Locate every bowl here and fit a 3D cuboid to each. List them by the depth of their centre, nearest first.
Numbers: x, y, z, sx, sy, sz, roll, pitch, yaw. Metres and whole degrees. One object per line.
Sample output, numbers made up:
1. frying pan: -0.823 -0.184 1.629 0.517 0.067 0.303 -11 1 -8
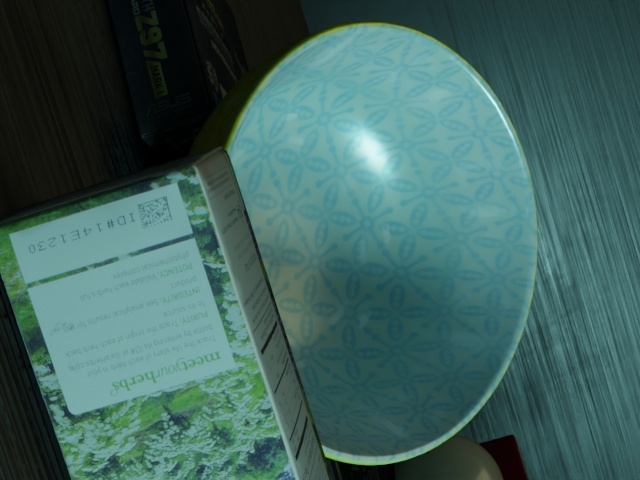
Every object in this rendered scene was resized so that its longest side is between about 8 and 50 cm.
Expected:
1. bowl: 0.000 0.000 0.848 0.156 0.289 0.289 2 -64 51

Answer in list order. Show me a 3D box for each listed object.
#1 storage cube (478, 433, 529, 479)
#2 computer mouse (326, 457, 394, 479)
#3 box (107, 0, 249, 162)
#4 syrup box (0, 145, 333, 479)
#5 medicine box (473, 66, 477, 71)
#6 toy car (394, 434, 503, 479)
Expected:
1. storage cube: 0.228 0.429 1.769 0.215 0.193 0.184 -97 168 -65
2. computer mouse: -0.011 0.139 1.017 0.262 0.060 0.184 17 60 -69
3. box: -0.098 -0.136 0.944 0.233 0.059 0.183 53 20 -73
4. syrup box: -0.056 0.086 0.543 0.096 0.093 0.237 -72 144 -81
5. medicine box: 0.072 -0.097 1.442 0.289 0.263 0.149 -58 130 -83
6. toy car: 0.128 0.270 1.144 0.210 0.219 0.238 57 16 -71
